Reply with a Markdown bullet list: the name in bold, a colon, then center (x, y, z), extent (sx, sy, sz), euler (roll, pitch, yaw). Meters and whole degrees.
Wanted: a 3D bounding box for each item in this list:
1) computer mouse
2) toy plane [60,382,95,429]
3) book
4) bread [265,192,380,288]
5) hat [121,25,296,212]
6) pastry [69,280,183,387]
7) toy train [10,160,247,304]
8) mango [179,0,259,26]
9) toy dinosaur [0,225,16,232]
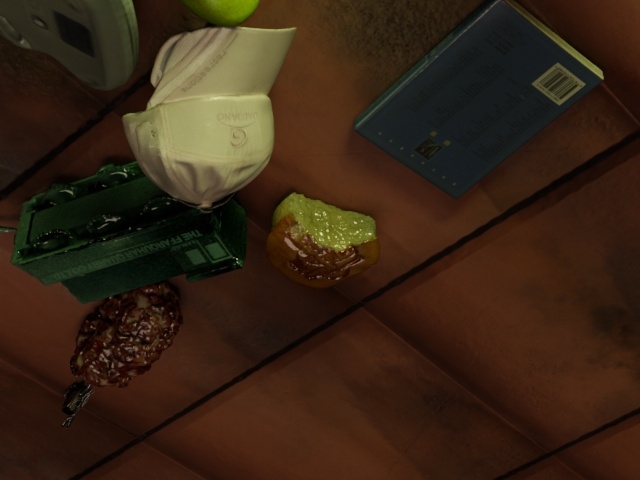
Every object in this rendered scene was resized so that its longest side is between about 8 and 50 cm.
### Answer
- **computer mouse**: center (-0.289, -0.272, 1.395), extent (0.197, 0.095, 0.331), euler (26, 164, -1)
- **toy plane**: center (-0.381, 0.247, 2.010), extent (0.031, 0.049, 0.121), euler (31, 110, -27)
- **book**: center (0.199, -0.179, 1.607), extent (0.191, 0.025, 0.269), euler (32, 127, -25)
- **bread**: center (-0.001, 0.007, 1.745), extent (0.156, 0.086, 0.125), euler (14, 134, -11)
- **hat**: center (-0.100, -0.152, 1.505), extent (0.219, 0.164, 0.226), euler (-8, 162, -43)
- **pastry**: center (-0.288, 0.142, 1.876), extent (0.115, 0.097, 0.208), euler (26, 128, -36)
- **toy train**: center (-0.249, -0.010, 1.701), extent (0.330, 0.139, 0.178), euler (-17, 136, 17)
- **mango**: center (-0.170, -0.348, 1.341), extent (0.143, 0.175, 0.293), euler (-24, 132, 34)
- **toy dinosaur**: center (-0.626, -0.025, 1.728), extent (0.383, 0.076, 0.129), euler (16, 113, -24)
